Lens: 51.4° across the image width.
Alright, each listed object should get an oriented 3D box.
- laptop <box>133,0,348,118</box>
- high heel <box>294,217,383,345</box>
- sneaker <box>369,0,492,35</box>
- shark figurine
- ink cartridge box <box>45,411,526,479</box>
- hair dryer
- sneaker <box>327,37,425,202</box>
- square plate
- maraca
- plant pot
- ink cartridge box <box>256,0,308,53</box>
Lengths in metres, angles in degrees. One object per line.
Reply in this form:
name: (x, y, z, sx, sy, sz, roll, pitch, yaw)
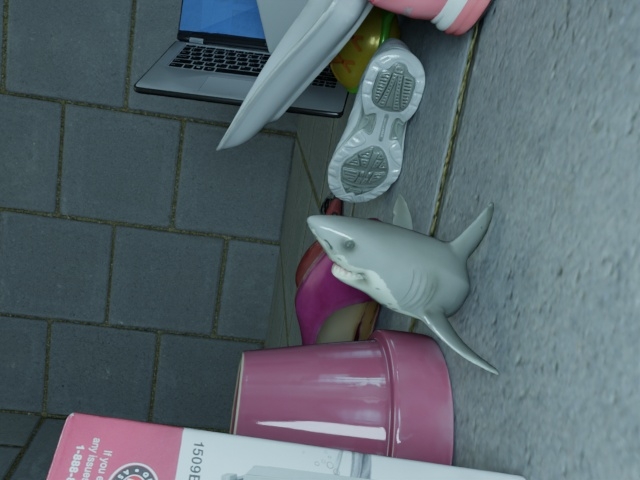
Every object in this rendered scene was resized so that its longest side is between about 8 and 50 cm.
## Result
laptop: (-0.114, -0.444, 1.277, 0.408, 0.381, 0.236, -76, -8, -54)
high heel: (0.042, 0.164, 0.840, 0.181, 0.127, 0.377, 48, 133, 41)
sneaker: (0.104, -0.346, 0.569, 0.116, 0.136, 0.314, -120, 38, -77)
shark figurine: (0.096, 0.011, 0.551, 0.116, 0.166, 0.278, -57, -9, 5)
ink cartridge box: (-0.015, 0.222, 0.349, 0.207, 0.282, 0.117, -92, 15, -51)
hair dryer: (0.000, 0.000, 1.266, 0.293, 0.080, 0.224, -126, 44, -79)
sneaker: (0.075, -0.155, 0.872, 0.115, 0.090, 0.232, -81, 12, -53)
square plate: (0.015, -0.291, 0.821, 0.347, 0.049, 0.344, -32, 29, 59)
maraca: (0.070, -0.299, 0.952, 0.186, 0.099, 0.127, -64, 34, 37)
plant pot: (0.007, 0.177, 0.622, 0.201, 0.180, 0.201, -172, 90, -83)
ink cartridge box: (-0.019, -0.507, 1.172, 0.198, 0.197, 0.270, 78, -175, -68)
